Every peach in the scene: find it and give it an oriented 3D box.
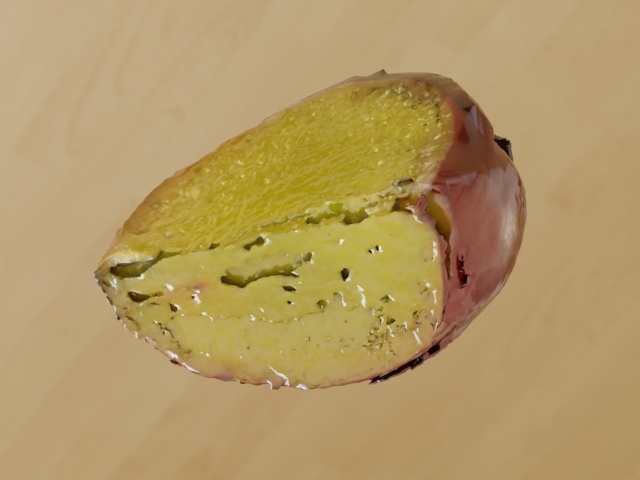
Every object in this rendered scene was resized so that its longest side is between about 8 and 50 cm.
[{"bbox_3d":[0.003,0.006,0.794,0.172,0.127,0.092,-28,122,3],"label":"peach"}]
